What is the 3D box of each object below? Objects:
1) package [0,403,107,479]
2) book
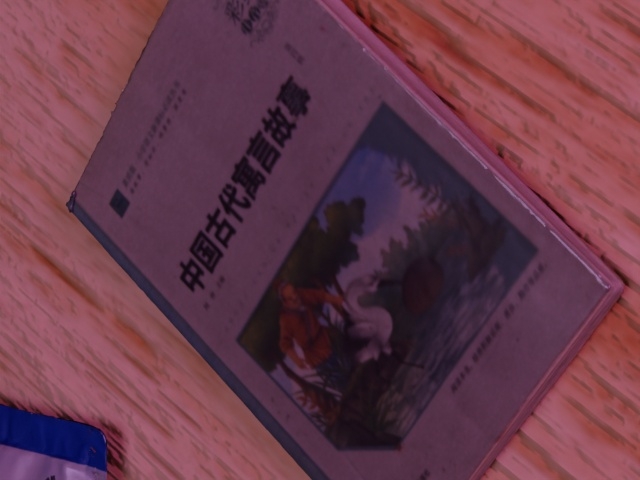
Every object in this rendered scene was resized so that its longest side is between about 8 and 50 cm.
[{"bbox_3d":[-0.187,0.179,1.154,0.171,0.027,0.173,9,106,37],"label":"package"},{"bbox_3d":[0.000,0.000,0.980,0.283,0.025,0.215,45,123,22],"label":"book"}]
